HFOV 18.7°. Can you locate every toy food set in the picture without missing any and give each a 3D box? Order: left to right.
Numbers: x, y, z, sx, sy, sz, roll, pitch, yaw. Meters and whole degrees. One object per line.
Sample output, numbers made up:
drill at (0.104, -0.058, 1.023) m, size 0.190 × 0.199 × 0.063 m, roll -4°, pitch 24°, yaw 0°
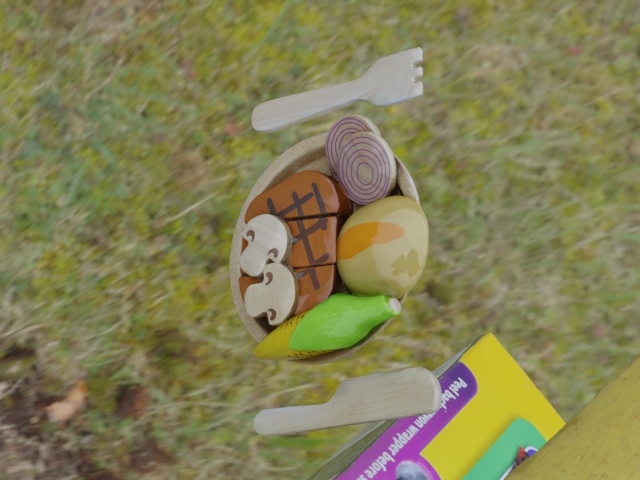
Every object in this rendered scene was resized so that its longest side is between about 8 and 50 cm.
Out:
toy food set at (0.000, 0.000, 0.994) m, size 0.038 × 0.132 × 0.192 m, roll 20°, pitch 61°, yaw -50°

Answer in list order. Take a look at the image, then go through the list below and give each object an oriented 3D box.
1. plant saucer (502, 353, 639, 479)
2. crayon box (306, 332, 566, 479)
plant saucer at (0.096, 0.230, 0.470) m, size 0.333 × 0.081 × 0.332 m, roll -42°, pitch 75°, yaw -3°
crayon box at (0.094, 0.257, 1.079) m, size 0.313 × 0.106 × 0.363 m, roll 52°, pitch 33°, yaw 2°
